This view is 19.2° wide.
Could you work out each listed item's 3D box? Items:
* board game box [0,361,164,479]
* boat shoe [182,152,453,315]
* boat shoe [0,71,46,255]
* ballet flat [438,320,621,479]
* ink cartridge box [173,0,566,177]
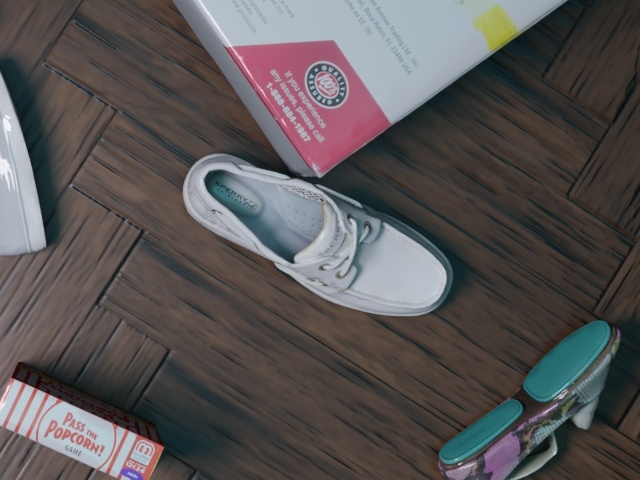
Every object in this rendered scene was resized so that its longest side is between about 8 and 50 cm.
[{"bbox_3d":[-0.219,0.166,1.712,0.147,0.193,0.045,25,87,-7],"label":"board game box"},{"bbox_3d":[0.000,0.000,1.787,0.277,0.096,0.098,22,87,-7],"label":"boat shoe"},{"bbox_3d":[-0.304,-0.074,1.770,0.063,0.066,0.184,-13,102,-8],"label":"boat shoe"},{"bbox_3d":[0.214,0.171,1.835,0.221,0.077,0.079,-41,113,0],"label":"ballet flat"},{"bbox_3d":[0.065,-0.277,1.761,0.385,0.160,0.279,-35,95,-6],"label":"ink cartridge box"}]
